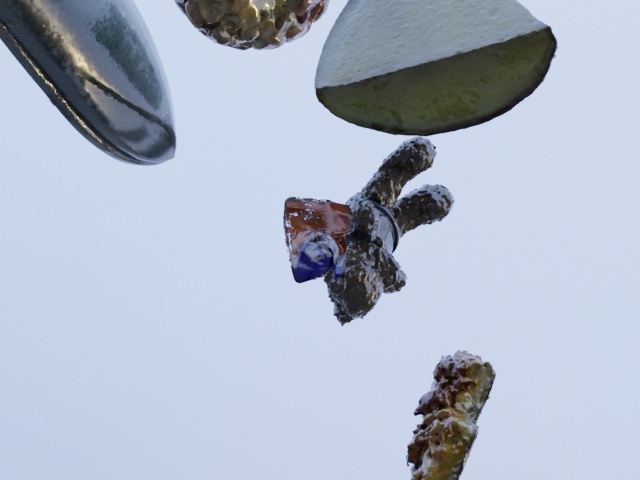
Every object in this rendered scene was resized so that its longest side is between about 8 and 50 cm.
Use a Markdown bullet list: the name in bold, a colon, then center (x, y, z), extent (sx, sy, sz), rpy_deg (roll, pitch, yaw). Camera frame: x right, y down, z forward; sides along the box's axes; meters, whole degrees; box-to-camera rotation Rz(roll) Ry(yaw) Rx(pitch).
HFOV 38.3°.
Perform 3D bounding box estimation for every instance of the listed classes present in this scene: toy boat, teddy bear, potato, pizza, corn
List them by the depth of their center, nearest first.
- **corn**: center (-0.038, -0.171, 0.513), extent (0.098, 0.290, 0.098), rpy_deg (-2, -66, -4)
- **toy boat**: center (-0.224, -0.182, 0.893), extent (0.092, 0.141, 0.319), rpy_deg (0, -36, 26)
- **potato**: center (0.146, -0.255, 1.074), extent (0.269, 0.255, 0.112), rpy_deg (-9, -40, 23)
- **teddy bear**: center (0.073, -0.008, 1.205), extent (0.129, 0.251, 0.182), rpy_deg (7, -37, 42)
- **pizza**: center (0.166, 0.246, 1.240), extent (0.086, 0.305, 0.161), rpy_deg (24, -51, 6)

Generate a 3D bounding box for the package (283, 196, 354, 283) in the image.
- **package**: center (-0.001, 0.001, 0.998), extent (0.077, 0.110, 0.033), rpy_deg (-7, -39, 3)
